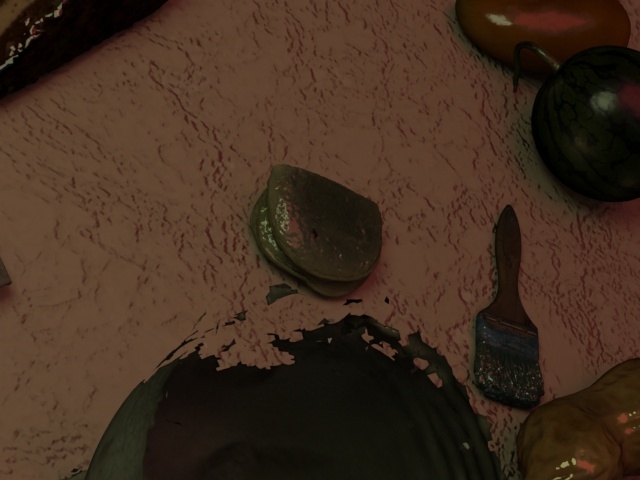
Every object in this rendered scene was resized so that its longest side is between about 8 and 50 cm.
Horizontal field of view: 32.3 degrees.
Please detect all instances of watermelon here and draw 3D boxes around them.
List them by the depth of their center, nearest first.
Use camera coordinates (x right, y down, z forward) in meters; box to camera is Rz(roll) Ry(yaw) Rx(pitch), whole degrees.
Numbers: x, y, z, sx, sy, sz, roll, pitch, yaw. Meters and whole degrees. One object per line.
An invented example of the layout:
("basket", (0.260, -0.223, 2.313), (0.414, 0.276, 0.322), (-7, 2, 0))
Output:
("watermelon", (0.257, -0.122, 1.039), (0.187, 0.141, 0.140), (41, 54, -7))

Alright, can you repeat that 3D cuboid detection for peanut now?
("peanut", (0.238, 0.160, 0.911), (0.229, 0.103, 0.098), (-19, 65, -36))

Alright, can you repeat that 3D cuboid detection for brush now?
("brush", (0.167, 0.051, 0.977), (0.070, 0.021, 0.196), (18, 59, -21))

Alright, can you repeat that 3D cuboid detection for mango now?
("mango", (0.225, -0.215, 1.102), (0.184, 0.085, 0.102), (4, 64, -20))

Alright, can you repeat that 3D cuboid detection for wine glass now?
("wine glass", (-0.054, 0.164, 0.600), (0.191, 0.357, 0.190), (11, 60, -21))

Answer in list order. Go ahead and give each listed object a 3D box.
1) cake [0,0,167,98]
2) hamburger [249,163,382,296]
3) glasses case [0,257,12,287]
("cake", (-0.218, -0.192, 0.880), (0.112, 0.135, 0.246), (40, 83, 9))
("hamburger", (0.002, -0.001, 0.898), (0.121, 0.054, 0.084), (20, 57, -27))
("glasses case", (-0.336, 0.030, 0.680), (0.308, 0.083, 0.128), (-33, 84, -35))
